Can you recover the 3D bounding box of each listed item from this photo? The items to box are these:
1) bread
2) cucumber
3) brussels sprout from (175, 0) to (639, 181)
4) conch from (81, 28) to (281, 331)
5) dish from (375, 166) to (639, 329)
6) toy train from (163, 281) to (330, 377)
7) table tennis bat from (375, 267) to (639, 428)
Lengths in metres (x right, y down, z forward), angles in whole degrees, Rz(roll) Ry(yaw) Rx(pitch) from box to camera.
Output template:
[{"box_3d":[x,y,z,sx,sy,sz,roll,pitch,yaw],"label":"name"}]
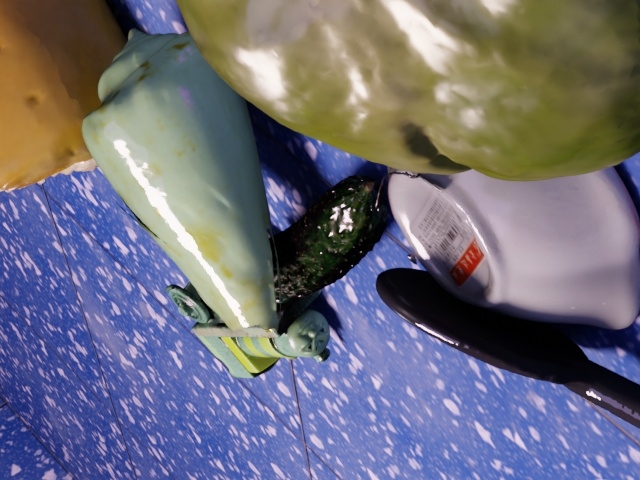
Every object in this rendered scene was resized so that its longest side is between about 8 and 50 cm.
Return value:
[{"box_3d":[-0.368,-0.203,1.573,0.394,0.250,0.361,61,157,-14],"label":"bread"},{"box_3d":[0.002,0.002,1.358,0.067,0.067,0.245,55,158,-1],"label":"cucumber"},{"box_3d":[0.046,-0.170,0.756,0.316,0.242,0.274,58,153,-6],"label":"brussels sprout"},{"box_3d":[-0.102,-0.054,1.383,0.143,0.137,0.250,-5,119,47],"label":"conch"},{"box_3d":[0.102,-0.018,1.090,0.229,0.081,0.229,44,156,25],"label":"dish"},{"box_3d":[-0.058,0.065,1.567,0.132,0.083,0.200,49,161,-16],"label":"toy train"},{"box_3d":[0.142,0.073,1.123,0.236,0.027,0.150,28,-167,21],"label":"table tennis bat"}]
